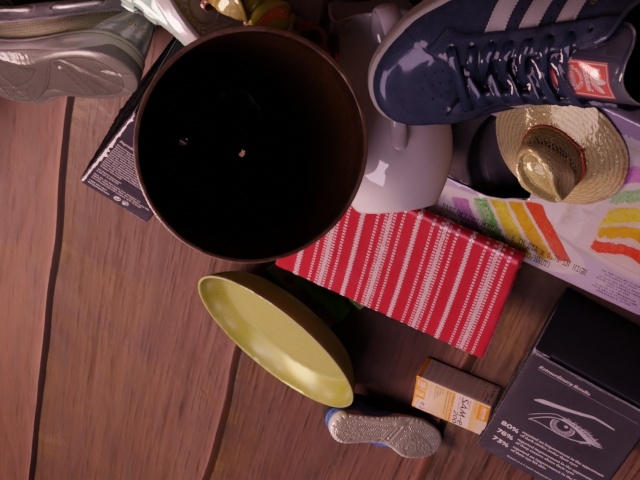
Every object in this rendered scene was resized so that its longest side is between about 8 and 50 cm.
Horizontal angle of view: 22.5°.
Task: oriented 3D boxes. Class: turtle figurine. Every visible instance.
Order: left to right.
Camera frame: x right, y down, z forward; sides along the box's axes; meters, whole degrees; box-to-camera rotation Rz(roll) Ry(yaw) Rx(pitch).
[{"bbox_3d":[-0.087,-0.261,1.580,0.217,0.087,0.269,53,180,23],"label":"turtle figurine"}]

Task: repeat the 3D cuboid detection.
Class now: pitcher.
[{"bbox_3d":[0.065,-0.130,1.557,0.125,0.178,0.207,-7,100,-3],"label":"pitcher"}]

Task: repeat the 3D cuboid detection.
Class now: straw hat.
[{"bbox_3d":[0.219,-0.073,1.541,0.144,0.061,0.144,19,137,19],"label":"straw hat"}]

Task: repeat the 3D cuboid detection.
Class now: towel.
[{"bbox_3d":[0.079,0.015,1.765,0.274,0.031,0.199,25,145,10],"label":"towel"}]

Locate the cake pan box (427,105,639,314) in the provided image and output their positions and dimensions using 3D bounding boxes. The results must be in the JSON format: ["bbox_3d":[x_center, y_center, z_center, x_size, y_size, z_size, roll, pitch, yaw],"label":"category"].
[{"bbox_3d":[0.248,-0.073,1.620,0.266,0.070,0.246,27,137,11],"label":"cake pan box"}]

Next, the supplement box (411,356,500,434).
[{"bbox_3d":[0.165,0.191,1.959,0.098,0.036,0.062,21,139,15],"label":"supplement box"}]

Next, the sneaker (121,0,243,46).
[{"bbox_3d":[-0.195,-0.274,1.706,0.256,0.094,0.151,47,144,-16],"label":"sneaker"}]

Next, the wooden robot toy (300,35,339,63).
[{"bbox_3d":[-0.011,-0.164,1.696,0.173,0.079,0.076,25,139,10],"label":"wooden robot toy"}]

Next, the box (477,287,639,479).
[{"bbox_3d":[0.290,0.180,1.808,0.153,0.108,0.207,30,140,6],"label":"box"}]

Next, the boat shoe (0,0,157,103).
[{"bbox_3d":[-0.317,-0.229,1.838,0.320,0.103,0.118,4,151,39],"label":"boat shoe"}]

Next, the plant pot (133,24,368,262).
[{"bbox_3d":[-0.084,-0.101,1.558,0.215,0.215,0.230,46,177,-14],"label":"plant pot"}]

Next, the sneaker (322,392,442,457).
[{"bbox_3d":[0.076,0.234,2.054,0.152,0.084,0.058,8,104,-16],"label":"sneaker"}]

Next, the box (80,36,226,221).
[{"bbox_3d":[-0.169,-0.130,1.768,0.093,0.156,0.158,33,141,-11],"label":"box"}]

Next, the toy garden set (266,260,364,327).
[{"bbox_3d":[0.000,0.000,1.873,0.204,0.049,0.244,43,139,-11],"label":"toy garden set"}]

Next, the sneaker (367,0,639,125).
[{"bbox_3d":[0.210,-0.160,1.393,0.350,0.148,0.131,-18,126,11],"label":"sneaker"}]

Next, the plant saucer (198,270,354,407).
[{"bbox_3d":[-0.046,0.114,1.981,0.241,0.037,0.241,34,158,15],"label":"plant saucer"}]
